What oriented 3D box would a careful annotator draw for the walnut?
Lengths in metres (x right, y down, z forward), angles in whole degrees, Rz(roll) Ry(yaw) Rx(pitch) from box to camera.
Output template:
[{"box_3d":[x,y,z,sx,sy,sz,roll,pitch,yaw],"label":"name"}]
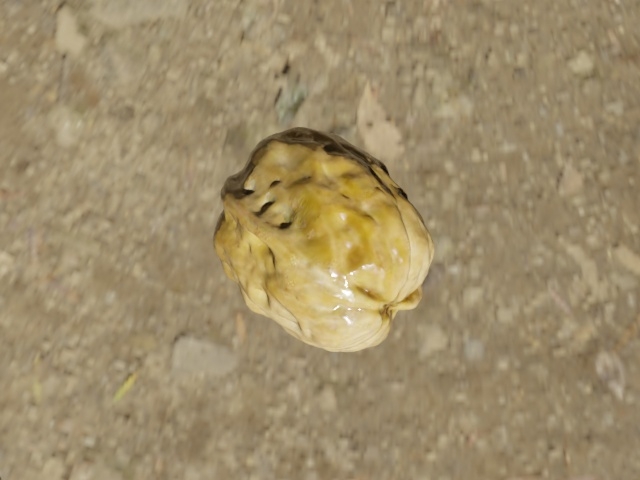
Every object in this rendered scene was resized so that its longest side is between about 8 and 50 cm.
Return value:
[{"box_3d":[0.000,0.000,0.761,0.096,0.082,0.079,41,112,33],"label":"walnut"}]
